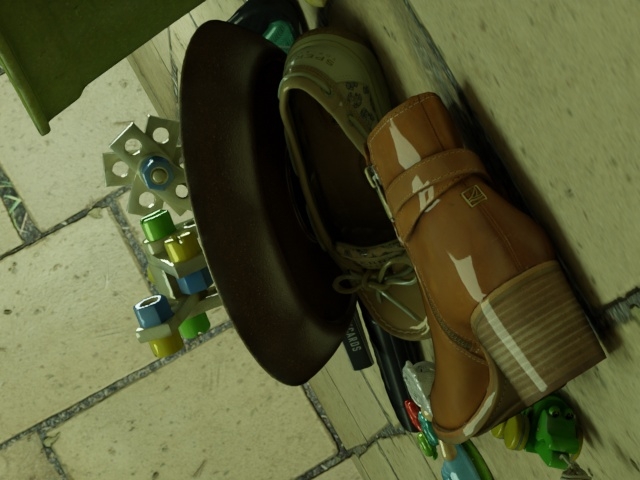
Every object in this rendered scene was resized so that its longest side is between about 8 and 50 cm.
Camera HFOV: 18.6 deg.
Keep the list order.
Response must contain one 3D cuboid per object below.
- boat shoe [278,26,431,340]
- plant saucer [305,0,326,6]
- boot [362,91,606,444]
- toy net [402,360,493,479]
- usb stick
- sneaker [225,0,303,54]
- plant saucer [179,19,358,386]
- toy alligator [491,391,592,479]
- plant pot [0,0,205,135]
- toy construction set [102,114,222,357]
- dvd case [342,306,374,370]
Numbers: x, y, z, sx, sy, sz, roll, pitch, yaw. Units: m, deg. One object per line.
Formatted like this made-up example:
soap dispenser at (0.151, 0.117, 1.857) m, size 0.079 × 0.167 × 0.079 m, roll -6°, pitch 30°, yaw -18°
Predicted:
boat shoe at (0.030, -0.027, 1.557) m, size 0.285 × 0.104 × 0.089 m, roll 65°, pitch -150°, yaw -24°
plant saucer at (-0.077, -0.359, 1.201) m, size 0.333 × 0.081 × 0.333 m, roll 56°, pitch 172°, yaw 39°
boot at (0.091, 0.024, 1.385) m, size 0.220 × 0.109 × 0.283 m, roll 59°, pitch 171°, yaw 8°
toy net at (0.128, 0.186, 2.101) m, size 0.122 × 0.045 × 0.232 m, roll 58°, pitch 171°, yaw 42°
usb stick at (0.083, 0.126, 2.166) m, size 0.278 × 0.045 × 0.077 m, roll 71°, pitch 175°, yaw -56°
sneaker at (-0.063, -0.191, 1.833) m, size 0.224 × 0.083 × 0.098 m, roll 112°, pitch 162°, yaw -64°
plant saucer at (-0.031, -0.036, 1.609) m, size 0.310 × 0.050 × 0.311 m, roll -13°, pitch -90°, yaw -73°
toy alligator at (0.178, 0.143, 1.512) m, size 0.189 × 0.056 × 0.051 m, roll -147°, pitch 69°, yaw -76°
plant pot at (-0.224, -0.279, 1.890) m, size 0.276 × 0.254 × 0.276 m, roll 60°, pitch 173°, yaw 13°
toy construction set at (-0.097, -0.015, 1.851) m, size 0.328 × 0.215 × 0.151 m, roll -120°, pitch 8°, yaw -60°
dvd case at (0.000, 0.000, 2.114) m, size 0.179 × 0.029 × 0.239 m, roll 68°, pitch -176°, yaw -46°
